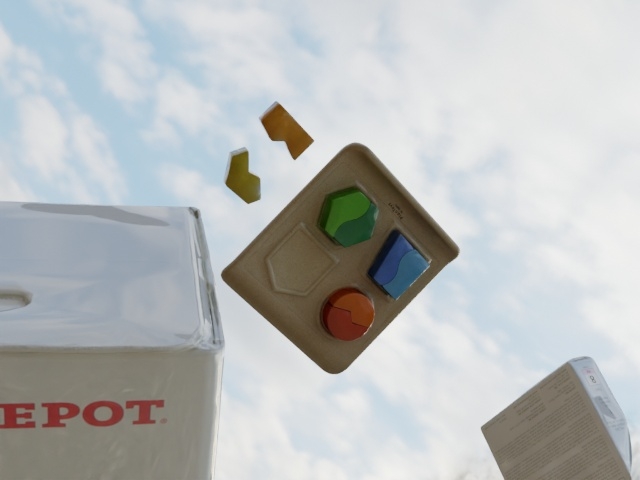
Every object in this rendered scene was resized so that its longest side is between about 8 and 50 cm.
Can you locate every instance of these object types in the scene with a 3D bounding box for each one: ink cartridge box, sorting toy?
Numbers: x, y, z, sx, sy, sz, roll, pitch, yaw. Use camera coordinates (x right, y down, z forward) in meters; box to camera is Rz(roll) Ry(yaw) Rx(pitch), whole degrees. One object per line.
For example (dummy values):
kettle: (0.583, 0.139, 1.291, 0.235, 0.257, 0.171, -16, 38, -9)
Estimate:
ink cartridge box: (-0.174, 0.138, 0.484, 0.129, 0.223, 0.307, -109, -157, -57)
ink cartridge box: (0.310, 0.287, 1.166, 0.189, 0.066, 0.232, -50, -124, 42)
sorting toy: (0.000, 0.000, 1.111, 0.307, 0.229, 0.041, 45, 3, -27)
